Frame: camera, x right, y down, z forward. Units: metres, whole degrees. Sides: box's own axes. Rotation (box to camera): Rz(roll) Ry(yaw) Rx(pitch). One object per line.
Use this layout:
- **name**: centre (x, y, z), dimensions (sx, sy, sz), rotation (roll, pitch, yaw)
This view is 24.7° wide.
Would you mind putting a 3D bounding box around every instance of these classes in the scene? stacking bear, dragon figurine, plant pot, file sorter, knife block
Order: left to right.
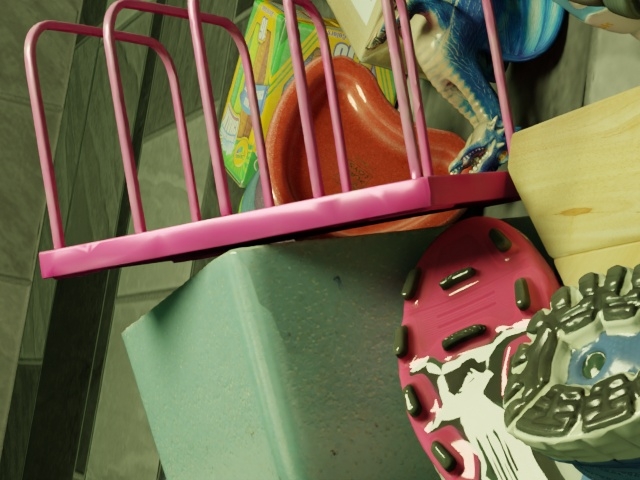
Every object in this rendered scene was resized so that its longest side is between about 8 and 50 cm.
- **file sorter**: centre (-0.031, -0.090, 1.009), dimensions (0.291, 0.202, 0.182), rotation (-10, 88, 27)
- **stacking bear**: centre (0.000, 0.000, 1.285), dimensions (0.164, 0.175, 0.289), rotation (-51, -5, -27)
- **plant pot**: centre (0.028, 0.145, 1.038), dimensions (0.247, 0.248, 0.252), rotation (-34, 65, 61)
- **dragon figurine**: centre (0.133, -0.176, 1.136), dimensions (0.289, 0.144, 0.085), rotation (-65, 14, -23)
- **knife block**: centre (0.227, -0.056, 0.833), dimensions (0.275, 0.088, 0.242), rotation (-106, 35, -51)

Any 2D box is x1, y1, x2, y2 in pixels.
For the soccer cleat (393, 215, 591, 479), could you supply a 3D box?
- **soccer cleat**: centre (0.136, 0.138, 0.872), dimensions (0.116, 0.143, 0.331), rotation (-32, 48, 22)

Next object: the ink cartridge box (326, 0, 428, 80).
- **ink cartridge box**: centre (0.088, -0.291, 1.307), dimensions (0.193, 0.088, 0.234), rotation (-114, 40, -55)

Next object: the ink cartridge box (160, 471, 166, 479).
- **ink cartridge box**: centre (-0.146, 0.353, 1.596), dimensions (0.332, 0.065, 0.165), rotation (-102, 31, -48)

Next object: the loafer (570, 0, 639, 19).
- **loafer**: centre (0.191, -0.267, 0.858), dimensions (0.084, 0.096, 0.267), rotation (19, 94, 32)

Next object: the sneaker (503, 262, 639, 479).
- **sneaker**: centre (0.250, 0.065, 0.680), dimensions (0.330, 0.147, 0.130), rotation (-15, 47, 47)

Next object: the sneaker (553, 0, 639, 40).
- **sneaker**: centre (0.224, -0.238, 0.931), dimensions (0.087, 0.092, 0.228), rotation (-115, 43, -59)

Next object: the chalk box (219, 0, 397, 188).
- **chalk box**: centre (-0.019, -0.110, 1.420), dimensions (0.132, 0.132, 0.213), rotation (-135, 60, -66)
